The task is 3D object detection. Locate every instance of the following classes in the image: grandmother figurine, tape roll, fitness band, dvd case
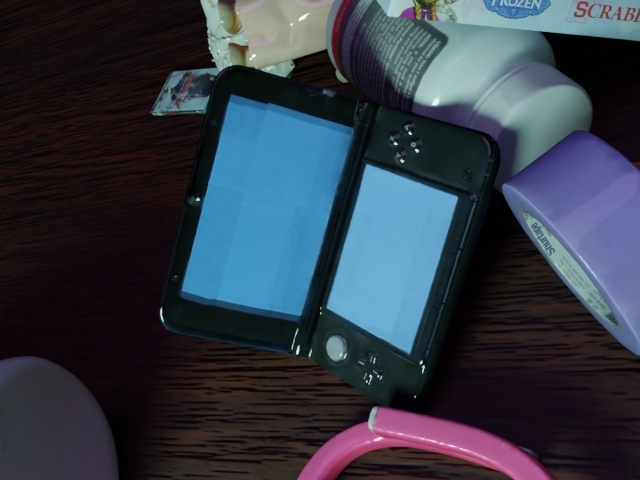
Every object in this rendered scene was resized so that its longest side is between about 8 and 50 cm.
[{"bbox_3d":[0.036,-0.328,1.052,0.342,0.208,0.104,-10,20,10],"label":"grandmother figurine"},{"bbox_3d":[0.248,0.001,0.670,0.080,0.189,0.189,-37,47,6],"label":"tape roll"},{"bbox_3d":[0.091,0.265,0.688,0.291,0.054,0.209,5,64,37],"label":"fitness band"},{"bbox_3d":[-0.216,-0.242,1.253,0.119,0.013,0.087,4,63,36],"label":"dvd case"}]

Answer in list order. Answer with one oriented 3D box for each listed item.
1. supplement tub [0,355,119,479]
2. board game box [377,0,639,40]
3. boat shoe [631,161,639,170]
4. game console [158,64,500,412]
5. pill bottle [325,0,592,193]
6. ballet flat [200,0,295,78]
[{"bbox_3d":[-0.429,0.292,0.879,0.331,0.241,0.241,-22,51,19],"label":"supplement tub"},{"bbox_3d":[0.182,-0.320,0.848,0.318,0.066,0.318,0,36,-17],"label":"board game box"},{"bbox_3d":[0.294,-0.056,0.778,0.137,0.043,0.049,-14,52,23],"label":"boat shoe"},{"bbox_3d":[0.000,0.000,0.768,0.250,0.173,0.293,25,105,43],"label":"game console"},{"bbox_3d":[0.150,-0.190,0.870,0.176,0.176,0.318,-40,47,3],"label":"pill bottle"},{"bbox_3d":[-0.147,-0.398,1.233,0.147,0.147,0.409,-29,50,14],"label":"ballet flat"}]
